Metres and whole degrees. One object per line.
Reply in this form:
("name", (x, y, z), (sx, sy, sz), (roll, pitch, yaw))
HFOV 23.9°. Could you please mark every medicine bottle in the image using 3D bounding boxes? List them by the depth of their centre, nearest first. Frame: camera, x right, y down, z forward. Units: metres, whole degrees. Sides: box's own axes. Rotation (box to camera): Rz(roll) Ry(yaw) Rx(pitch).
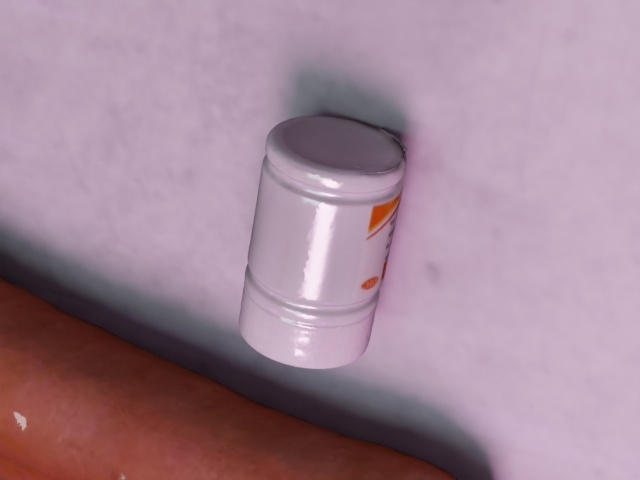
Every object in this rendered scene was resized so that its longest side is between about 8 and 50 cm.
("medicine bottle", (0.000, 0.000, 0.603), (0.057, 0.057, 0.089), (21, 119, 19))

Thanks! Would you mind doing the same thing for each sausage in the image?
("sausage", (-0.118, 0.072, 0.679), (0.419, 0.094, 0.094), (24, 82, 17))
